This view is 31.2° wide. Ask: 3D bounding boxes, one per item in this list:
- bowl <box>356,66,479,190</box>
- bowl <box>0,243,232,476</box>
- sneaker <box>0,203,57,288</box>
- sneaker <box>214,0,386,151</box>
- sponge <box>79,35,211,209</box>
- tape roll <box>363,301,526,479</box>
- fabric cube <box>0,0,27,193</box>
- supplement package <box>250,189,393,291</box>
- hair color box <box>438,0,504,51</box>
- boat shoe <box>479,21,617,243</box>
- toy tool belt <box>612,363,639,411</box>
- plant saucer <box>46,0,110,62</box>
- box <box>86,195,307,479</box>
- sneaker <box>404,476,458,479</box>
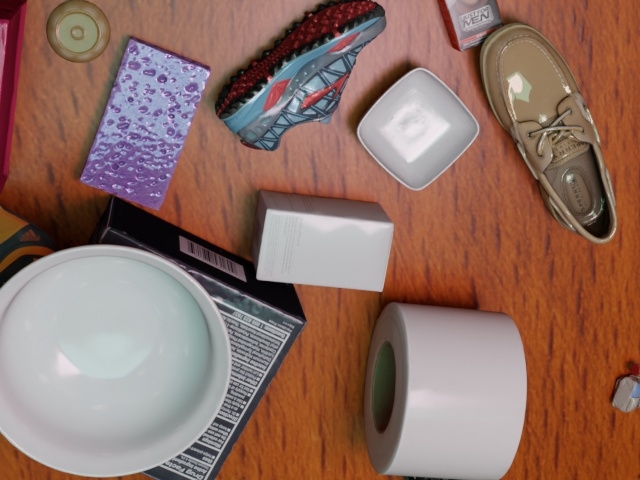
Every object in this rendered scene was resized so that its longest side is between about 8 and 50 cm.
[{"bbox_3d":[0.130,-0.159,1.599,0.142,0.053,0.142,-44,110,6],"label":"bowl"},{"bbox_3d":[-0.260,0.127,1.395,0.298,0.134,0.297,-2,106,-7],"label":"bowl"},{"bbox_3d":[-0.481,0.050,1.539,0.321,0.180,0.124,-5,150,21],"label":"sneaker"},{"bbox_3d":[-0.012,-0.221,1.548,0.262,0.104,0.125,-35,127,7],"label":"sneaker"},{"bbox_3d":[-0.238,-0.157,1.552,0.117,0.031,0.210,19,104,-14],"label":"sponge"},{"bbox_3d":[0.169,0.215,1.624,0.169,0.246,0.246,5,107,-11],"label":"tape roll"},{"bbox_3d":[-0.507,-0.177,1.382,0.258,0.259,0.254,8,105,-12],"label":"fabric cube"},{"bbox_3d":[0.000,0.000,1.601,0.179,0.105,0.105,6,106,-10],"label":"supplement package"},{"bbox_3d":[0.196,-0.336,1.558,0.072,0.043,0.141,-22,109,-2],"label":"hair color box"},{"bbox_3d":[0.332,-0.147,1.590,0.122,0.110,0.341,-31,115,4],"label":"boat shoe"},{"bbox_3d":[0.492,0.228,1.789,0.051,0.052,0.083,2,114,-43],"label":"toy tool belt"},{"bbox_3d":[-0.319,-0.275,1.509,0.083,0.015,0.083,-3,108,-8],"label":"plant saucer"},{"bbox_3d":[-0.224,0.144,1.569,0.296,0.183,0.294,27,100,-14],"label":"box"},{"bbox_3d":[0.236,0.416,1.763,0.302,0.121,0.108,38,98,-18],"label":"sneaker"}]
